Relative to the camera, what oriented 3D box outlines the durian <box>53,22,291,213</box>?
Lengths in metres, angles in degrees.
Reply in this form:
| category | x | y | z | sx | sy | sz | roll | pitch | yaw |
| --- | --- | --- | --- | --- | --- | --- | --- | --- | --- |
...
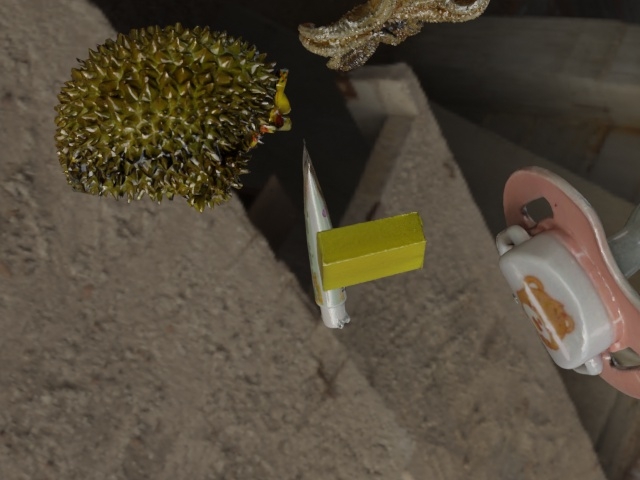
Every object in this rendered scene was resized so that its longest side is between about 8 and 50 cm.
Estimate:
| category | x | y | z | sx | sy | sz | roll | pitch | yaw |
| --- | --- | --- | --- | --- | --- | --- | --- | --- | --- |
| durian | -0.191 | -0.155 | 1.201 | 0.258 | 0.293 | 0.258 | 8 | 79 | -51 |

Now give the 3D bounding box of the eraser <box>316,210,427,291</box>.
| category | x | y | z | sx | sy | sz | roll | pitch | yaw |
| --- | --- | --- | --- | --- | --- | --- | --- | --- | --- |
| eraser | 0.057 | 0.014 | 1.126 | 0.097 | 0.122 | 0.045 | 89 | -12 | -68 |

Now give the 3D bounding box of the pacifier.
| category | x | y | z | sx | sy | sz | roll | pitch | yaw |
| --- | --- | --- | --- | --- | --- | --- | --- | --- | --- |
| pacifier | 0.350 | 0.043 | 1.242 | 0.332 | 0.273 | 0.220 | 60 | 23 | 4 |

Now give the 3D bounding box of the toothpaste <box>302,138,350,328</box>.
| category | x | y | z | sx | sy | sz | roll | pitch | yaw |
| --- | --- | --- | --- | --- | --- | --- | --- | --- | --- |
| toothpaste | 0.000 | 0.000 | 1.496 | 0.056 | 0.058 | 0.314 | -37 | 132 | -36 |

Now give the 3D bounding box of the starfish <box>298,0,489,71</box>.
| category | x | y | z | sx | sy | sz | roll | pitch | yaw |
| --- | --- | --- | --- | --- | --- | --- | --- | --- | --- |
| starfish | 0.114 | -0.360 | 1.561 | 0.303 | 0.312 | 0.113 | -13 | 83 | -63 |
